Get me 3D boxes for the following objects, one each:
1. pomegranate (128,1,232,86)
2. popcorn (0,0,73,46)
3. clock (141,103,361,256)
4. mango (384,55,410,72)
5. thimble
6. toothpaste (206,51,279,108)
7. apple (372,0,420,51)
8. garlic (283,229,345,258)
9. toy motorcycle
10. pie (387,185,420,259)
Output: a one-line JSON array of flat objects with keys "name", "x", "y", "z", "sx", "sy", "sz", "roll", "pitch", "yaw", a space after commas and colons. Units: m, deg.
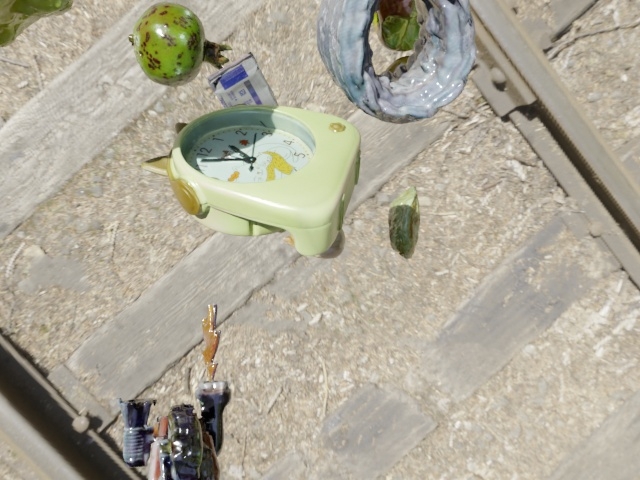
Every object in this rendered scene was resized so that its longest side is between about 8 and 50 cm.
[{"name": "pomegranate", "x": -0.354, "y": -0.496, "z": 1.462, "sx": 0.263, "sy": 0.211, "sz": 0.211, "roll": 4, "pitch": 95, "yaw": -18}, {"name": "popcorn", "x": -0.378, "y": -0.319, "z": 0.615, "sx": 0.255, "sy": 0.256, "sz": 0.195, "roll": -24, "pitch": 81, "yaw": -23}, {"name": "clock", "x": -0.115, "y": -0.123, "z": 0.986, "sx": 0.348, "sy": 0.286, "sz": 0.117, "roll": 12, "pitch": 134, "yaw": 10}, {"name": "mango", "x": 0.209, "y": -0.426, "z": 1.575, "sx": 0.111, "sy": 0.089, "sz": 0.163, "roll": -18, "pitch": 131, "yaw": -27}, {"name": "thimble", "x": 0.109, "y": -0.291, "z": 0.804, "sx": 0.205, "sy": 0.172, "sz": 0.236, "roll": 2, "pitch": 116, "yaw": -15}, {"name": "toothpaste", "x": -0.142, "y": -0.280, "z": 1.280, "sx": 0.099, "sy": 0.068, "sz": 0.282, "roll": -53, "pitch": 140, "yaw": -19}, {"name": "apple", "x": 0.255, "y": -0.677, "z": 1.635, "sx": 0.226, "sy": 0.246, "sz": 0.246, "roll": -20, "pitch": 98, "yaw": 1}, {"name": "garlic", "x": 0.001, "y": -0.009, "z": 1.837, "sx": 0.207, "sy": 0.128, "sz": 0.115, "roll": 2, "pitch": 127, "yaw": -32}, {"name": "toy motorcycle", "x": -0.154, "y": 0.270, "z": 0.640, "sx": 0.134, "sy": 0.207, "sz": 0.401, "roll": -3, "pitch": 75, "yaw": -20}, {"name": "pie", "x": 0.235, "y": -0.050, "z": 1.628, "sx": 0.090, "sy": 0.248, "sz": 0.201, "roll": 7, "pitch": 106, "yaw": 5}]
